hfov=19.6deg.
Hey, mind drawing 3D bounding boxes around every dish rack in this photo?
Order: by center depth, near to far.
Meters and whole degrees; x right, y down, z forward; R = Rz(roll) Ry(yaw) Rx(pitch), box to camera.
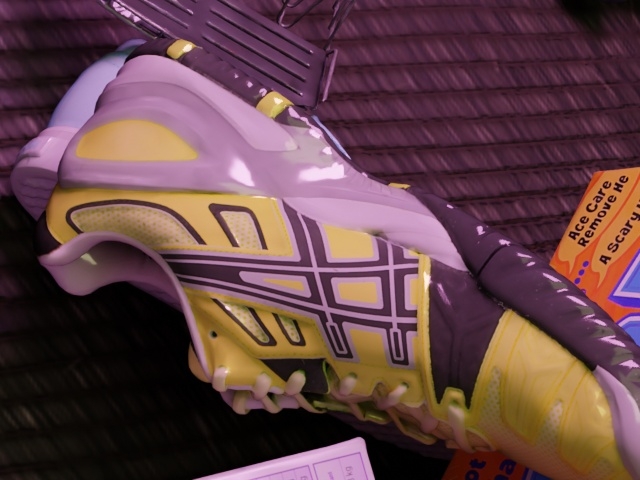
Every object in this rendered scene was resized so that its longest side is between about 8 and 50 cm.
[{"bbox_3d":[-0.052,-0.212,1.188,0.208,0.074,0.271,28,42,-16],"label":"dish rack"}]

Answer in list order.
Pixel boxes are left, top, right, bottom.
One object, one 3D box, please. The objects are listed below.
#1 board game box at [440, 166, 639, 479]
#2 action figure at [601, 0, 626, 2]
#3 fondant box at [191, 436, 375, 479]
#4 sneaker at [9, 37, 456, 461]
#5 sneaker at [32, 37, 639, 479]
[{"bbox_3d":[0.318,0.191,1.056,0.356,0.356,0.356,49,56,-30],"label":"board game box"},{"bbox_3d":[0.350,-0.180,1.397,0.341,0.178,0.330,-10,76,6],"label":"action figure"},{"bbox_3d":[-0.155,0.197,0.934,0.330,0.238,0.096,-12,79,-30],"label":"fondant box"},{"bbox_3d":[0.000,0.000,1.143,0.366,0.135,0.150,34,66,-14],"label":"sneaker"},{"bbox_3d":[0.019,0.046,0.977,0.385,0.145,0.147,31,77,22],"label":"sneaker"}]
